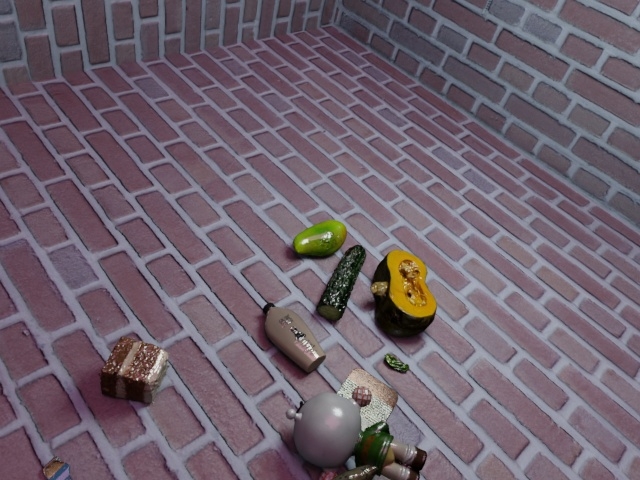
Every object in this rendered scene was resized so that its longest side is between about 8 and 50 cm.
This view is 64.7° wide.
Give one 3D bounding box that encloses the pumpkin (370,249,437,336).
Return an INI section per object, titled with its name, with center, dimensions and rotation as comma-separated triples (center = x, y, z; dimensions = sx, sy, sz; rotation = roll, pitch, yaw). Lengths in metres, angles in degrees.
[pumpkin]
center = 0.269, 0.179, 1.757
dimensions = 0.222, 0.139, 0.317
rotation = 9, 46, -11

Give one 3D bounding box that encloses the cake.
[cake]
center = -0.502, 0.358, 1.375
dimensions = 0.147, 0.135, 0.134
rotation = 21, 44, -2

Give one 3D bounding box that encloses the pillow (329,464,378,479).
[pillow]
center = 0.029, 0.607, 1.224
dimensions = 0.241, 0.093, 0.051
rotation = -32, 64, 9

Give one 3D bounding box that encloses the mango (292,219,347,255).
[mango]
center = 0.000, 0.000, 1.876
dimensions = 0.233, 0.111, 0.125
rotation = -24, 53, -31

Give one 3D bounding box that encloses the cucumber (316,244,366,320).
[cucumber]
center = 0.089, 0.125, 1.790
dimensions = 0.096, 0.096, 0.359
rotation = 23, 46, 6

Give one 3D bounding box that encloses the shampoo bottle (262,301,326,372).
[shampoo bottle]
center = -0.093, 0.294, 1.586
dimensions = 0.127, 0.078, 0.257
rotation = -29, 58, -31

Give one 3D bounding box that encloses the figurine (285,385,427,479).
[figurine]
center = 0.085, 0.524, 1.319
dimensions = 0.370, 0.167, 0.281
rotation = 21, 75, 12

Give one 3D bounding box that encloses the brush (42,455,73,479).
[brush]
center = -0.595, 0.584, 1.211
dimensions = 0.164, 0.014, 0.051
rotation = 30, 48, 12

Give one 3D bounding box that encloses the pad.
[pad]
center = 0.186, 0.522, 1.459
dimensions = 0.324, 0.055, 0.250
rotation = 17, 42, 26

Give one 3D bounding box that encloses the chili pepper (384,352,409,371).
[chili pepper]
center = 0.243, 0.394, 1.619
dimensions = 0.091, 0.030, 0.034
rotation = 29, 21, 9
